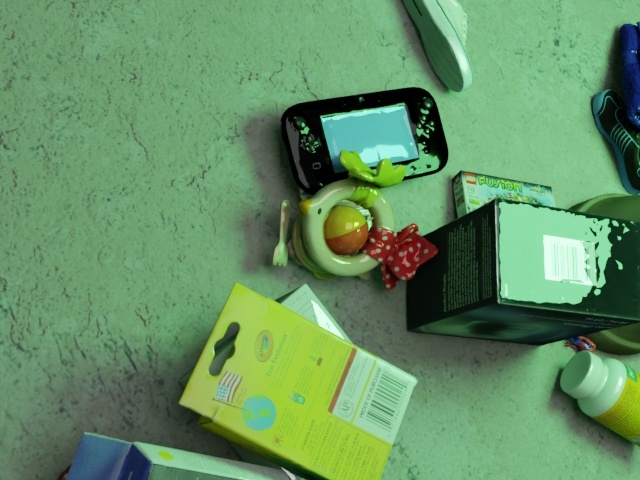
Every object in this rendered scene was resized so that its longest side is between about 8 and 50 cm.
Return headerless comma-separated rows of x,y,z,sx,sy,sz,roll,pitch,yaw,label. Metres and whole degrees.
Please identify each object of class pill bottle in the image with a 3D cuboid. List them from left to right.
0.552,0.290,1.780,0.208,0.117,0.117,31,64,-12,pill bottle

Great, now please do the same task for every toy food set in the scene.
0.000,0.000,1.653,0.192,0.038,0.132,11,80,-30,toy food set

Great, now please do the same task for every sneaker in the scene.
0.247,-0.414,1.868,0.091,0.094,0.258,-20,83,-23,sneaker
0.644,-0.214,1.988,0.081,0.090,0.232,-17,83,-27,sneaker

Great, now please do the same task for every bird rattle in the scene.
0.066,-0.024,1.627,0.207,0.143,0.253,-23,114,-17,bird rattle

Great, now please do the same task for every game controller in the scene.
0.083,-0.177,1.711,0.319,0.067,0.166,-12,77,-26,game controller

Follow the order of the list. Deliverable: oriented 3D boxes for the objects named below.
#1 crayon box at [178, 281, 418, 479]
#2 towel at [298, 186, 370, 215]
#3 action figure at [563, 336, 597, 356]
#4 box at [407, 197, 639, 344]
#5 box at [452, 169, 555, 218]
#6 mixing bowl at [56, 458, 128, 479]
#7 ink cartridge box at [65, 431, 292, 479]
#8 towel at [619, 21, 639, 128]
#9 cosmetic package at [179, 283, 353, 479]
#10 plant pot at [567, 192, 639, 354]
-0.036,0.222,1.402,0.318,0.081,0.202,31,66,-14,crayon box
0.016,-0.131,1.720,0.144,0.029,0.197,-7,75,-26,towel
0.484,0.186,1.828,0.115,0.038,0.030,43,40,-6,action figure
0.345,0.068,1.654,0.296,0.294,0.182,8,74,-22,box
0.354,-0.062,1.832,0.207,0.036,0.114,8,61,-22,box
-0.309,0.369,1.364,0.181,0.098,0.181,-7,109,-21,mixing bowl
-0.224,0.438,1.329,0.307,0.072,0.303,17,99,-27,ink cartridge box
0.735,-0.322,2.021,0.228,0.076,0.308,26,47,-15,towel
-0.055,0.230,1.516,0.224,0.138,0.224,-40,94,-28,cosmetic package
0.632,0.035,1.803,0.323,0.280,0.323,7,72,-21,plant pot
